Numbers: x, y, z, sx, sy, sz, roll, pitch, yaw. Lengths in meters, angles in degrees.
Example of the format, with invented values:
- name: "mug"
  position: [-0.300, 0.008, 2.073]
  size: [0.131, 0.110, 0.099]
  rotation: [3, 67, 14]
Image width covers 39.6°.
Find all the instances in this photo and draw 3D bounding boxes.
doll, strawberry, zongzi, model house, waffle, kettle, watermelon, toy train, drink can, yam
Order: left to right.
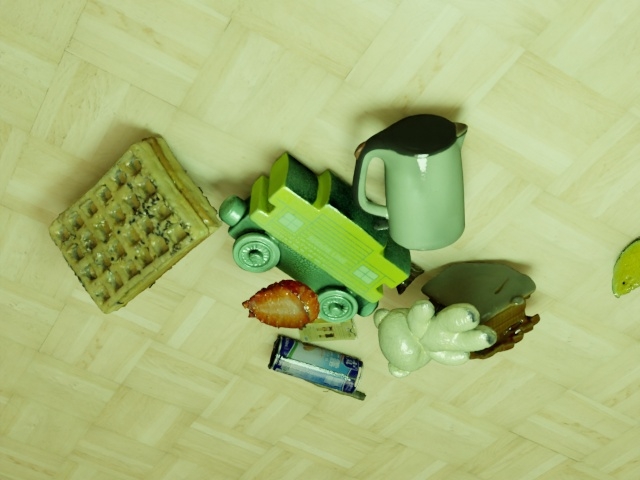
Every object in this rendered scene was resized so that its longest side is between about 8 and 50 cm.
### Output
- name: "waffle"
  position: [-0.415, -0.033, 1.953]
  size: [0.376, 0.114, 0.261]
  rotation: [-36, 86, 34]
- name: "strawberry"
  position: [-0.080, 0.127, 1.913]
  size: [0.188, 0.082, 0.121]
  rotation: [-4, 122, 42]
- name: "drink can"
  position: [-0.013, 0.325, 2.322]
  size: [0.235, 0.097, 0.097]
  rotation: [18, 134, -9]
- name: "toy train"
  position: [0.000, 0.000, 1.958]
  size: [0.442, 0.179, 0.272]
  rotation: [35, 121, -24]
- name: "yam"
  position: [0.016, 0.396, 2.434]
  size: [0.234, 0.027, 0.029]
  rotation: [21, 123, -12]
- name: "zongzi"
  position: [0.191, 0.084, 2.096]
  size: [0.067, 0.073, 0.083]
  rotation: [30, 91, -19]
- name: "kettle"
  position: [0.182, -0.117, 1.804]
  size: [0.240, 0.165, 0.255]
  rotation: [-9, 133, 0]
- name: "doll"
  position: [0.260, 0.203, 1.981]
  size: [0.278, 0.149, 0.175]
  rotation: [-15, 92, 41]
- name: "model house"
  position: [0.375, 0.176, 2.081]
  size: [0.199, 0.219, 0.229]
  rotation: [-33, 141, -18]
- name: "watermelon"
  position: [0.707, 0.041, 1.950]
  size: [0.075, 0.092, 0.181]
  rotation: [41, 136, -11]

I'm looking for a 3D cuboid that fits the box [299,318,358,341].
- name: "box"
  position: [0.018, 0.228, 2.275]
  size: [0.149, 0.020, 0.073]
  rotation: [-3, 132, 11]
